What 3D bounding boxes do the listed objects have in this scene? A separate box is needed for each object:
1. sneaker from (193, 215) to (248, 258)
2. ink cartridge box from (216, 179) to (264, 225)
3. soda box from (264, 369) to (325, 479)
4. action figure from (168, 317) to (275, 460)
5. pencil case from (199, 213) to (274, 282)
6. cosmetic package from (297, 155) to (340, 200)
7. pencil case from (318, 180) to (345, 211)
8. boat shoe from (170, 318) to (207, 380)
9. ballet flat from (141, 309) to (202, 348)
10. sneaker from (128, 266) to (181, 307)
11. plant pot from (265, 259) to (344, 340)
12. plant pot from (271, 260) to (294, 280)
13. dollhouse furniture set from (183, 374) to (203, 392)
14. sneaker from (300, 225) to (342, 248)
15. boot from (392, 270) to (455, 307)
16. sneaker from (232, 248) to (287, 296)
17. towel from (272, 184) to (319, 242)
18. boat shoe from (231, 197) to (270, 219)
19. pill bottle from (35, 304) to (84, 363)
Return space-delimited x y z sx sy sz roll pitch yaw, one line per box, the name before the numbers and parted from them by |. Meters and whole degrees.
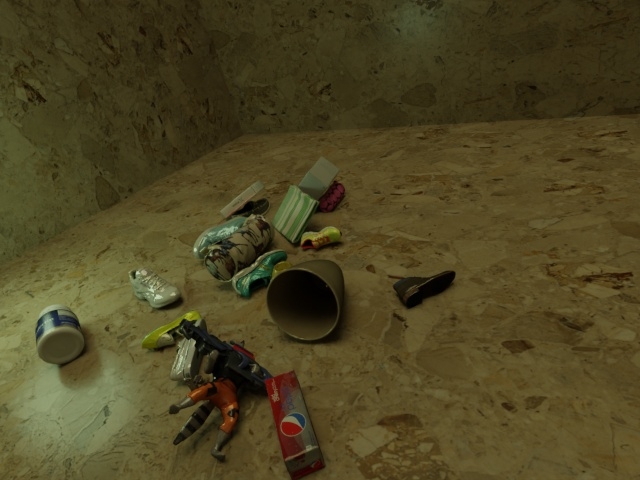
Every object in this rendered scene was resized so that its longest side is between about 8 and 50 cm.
sneaker | -0.465 -0.020 2.025 0.150 0.135 0.366 9 38 41
ink cartridge box | -0.470 -0.217 2.296 0.275 0.060 0.239 -33 12 27
soda box | -0.073 0.472 1.056 0.092 0.083 0.263 -19 29 -9
action figure | -0.318 0.396 1.158 0.178 0.341 0.330 -44 8 28
pencil case | -0.360 0.018 1.831 0.160 0.183 0.410 -28 13 30
cosmetic package | -0.034 -0.305 2.206 0.224 0.138 0.224 -50 7 38
pencil case | 0.060 -0.245 2.211 0.095 0.098 0.209 0 34 24
boat shoe | -0.456 0.371 1.390 0.084 0.095 0.258 -8 29 3
ballet flat | -0.549 0.344 1.506 0.231 0.077 0.077 -30 50 -29
sneaker | -0.734 0.201 1.749 0.305 0.152 0.114 8 34 32
plant pot | -0.019 0.171 1.422 0.257 0.256 0.274 -3 15 20
plant pot | -0.145 0.142 1.641 0.134 0.095 0.134 -11 29 6
dollhouse furniture set | -0.362 0.438 1.244 0.115 0.081 0.091 -6 31 15
sneaker | 0.000 0.000 1.845 0.209 0.081 0.094 -14 27 24
boot | 0.364 0.145 1.424 0.219 0.082 0.106 -25 34 -14
sneaker | -0.240 0.142 1.707 0.110 0.107 0.275 33 59 33
towel | -0.136 -0.136 2.014 0.247 0.038 0.325 -61 33 6
boat shoe | -0.395 -0.171 2.293 0.109 0.091 0.305 6 35 32
pill bottle | -1.047 0.364 1.607 0.153 0.153 0.265 -30 32 -26
